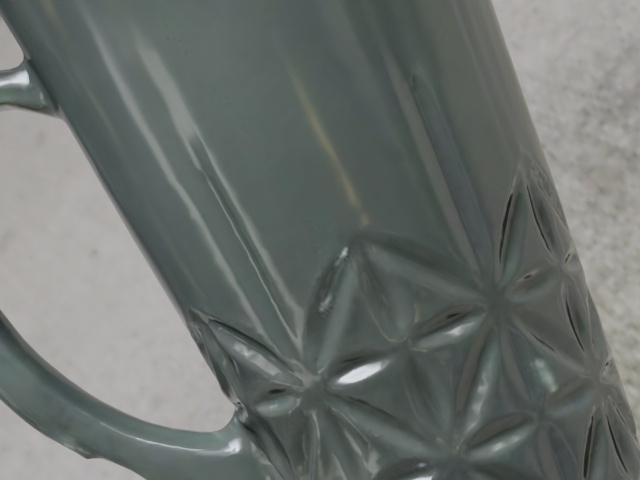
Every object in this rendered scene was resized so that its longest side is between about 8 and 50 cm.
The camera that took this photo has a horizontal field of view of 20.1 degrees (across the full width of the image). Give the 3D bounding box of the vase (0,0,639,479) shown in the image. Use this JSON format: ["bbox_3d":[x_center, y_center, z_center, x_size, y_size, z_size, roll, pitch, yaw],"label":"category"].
[{"bbox_3d":[0.000,0.000,0.585,0.251,0.300,0.156,-25,0,4],"label":"vase"}]
